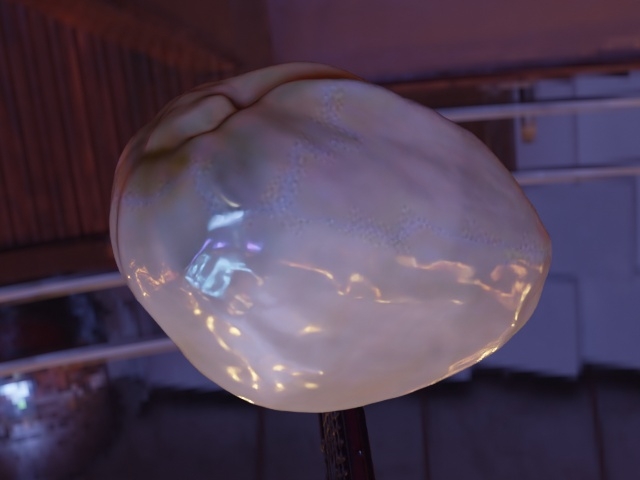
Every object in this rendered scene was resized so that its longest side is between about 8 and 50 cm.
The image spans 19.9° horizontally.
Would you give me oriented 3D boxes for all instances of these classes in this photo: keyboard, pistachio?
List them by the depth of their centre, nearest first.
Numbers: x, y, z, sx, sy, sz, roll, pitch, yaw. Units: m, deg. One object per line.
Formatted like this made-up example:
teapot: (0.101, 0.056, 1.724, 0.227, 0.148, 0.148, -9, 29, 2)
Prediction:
pistachio: (0.000, 0.000, 0.788, 0.201, 0.145, 0.117, 15, -171, -36)
keyboard: (0.012, 0.116, 1.113, 0.016, 0.106, 0.262, 1, -140, -8)
